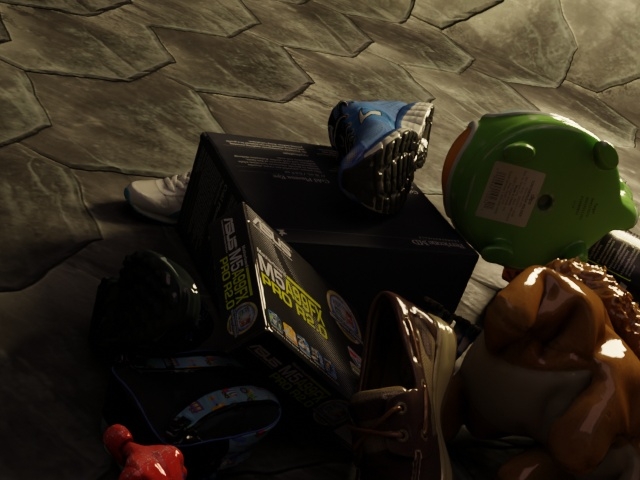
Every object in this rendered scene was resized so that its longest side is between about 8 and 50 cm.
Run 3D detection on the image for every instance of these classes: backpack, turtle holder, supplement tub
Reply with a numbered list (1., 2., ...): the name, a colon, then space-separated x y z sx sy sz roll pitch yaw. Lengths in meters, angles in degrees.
1. backpack: -0.141 0.198 1.172 0.173 0.117 0.158 -5 36 -39
2. turtle holder: 0.337 -0.095 1.596 0.320 0.243 0.227 -17 26 -9
3. supplement tub: 0.477 0.071 1.741 0.316 0.194 0.193 30 28 17

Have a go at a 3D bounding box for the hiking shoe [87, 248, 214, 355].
1. hiking shoe: -0.180 0.078 1.235 0.132 0.113 0.304 11 -9 -22

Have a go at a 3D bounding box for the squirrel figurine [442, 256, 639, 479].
1. squirrel figurine: 0.380 0.213 1.340 0.370 0.281 0.397 37 35 16

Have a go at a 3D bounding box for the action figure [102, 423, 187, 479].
1. action figure: -0.142 0.311 1.014 0.280 0.139 0.091 53 33 12

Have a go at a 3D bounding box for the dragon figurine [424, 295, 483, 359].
1. dragon figurine: 0.158 0.166 1.461 0.085 0.144 0.289 30 0 19

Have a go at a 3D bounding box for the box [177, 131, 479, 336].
1. box: 0.000 0.000 1.567 0.343 0.179 0.312 4 30 -28

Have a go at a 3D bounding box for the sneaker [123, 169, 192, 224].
1. sneaker: -0.202 -0.080 1.673 0.228 0.092 0.087 2 33 -30

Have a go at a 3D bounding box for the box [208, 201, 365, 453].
1. box: -0.026 0.109 1.283 0.270 0.060 0.216 46 21 -38

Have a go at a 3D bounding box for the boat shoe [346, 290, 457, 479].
1. boat shoe: 0.074 0.208 1.178 0.123 0.123 0.342 41 46 -32

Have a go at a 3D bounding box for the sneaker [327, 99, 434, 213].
1. sneaker: 0.071 -0.134 1.564 0.147 0.130 0.330 10 22 12
